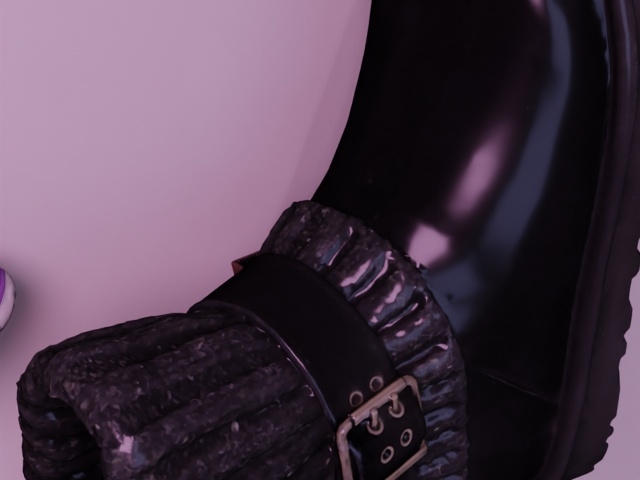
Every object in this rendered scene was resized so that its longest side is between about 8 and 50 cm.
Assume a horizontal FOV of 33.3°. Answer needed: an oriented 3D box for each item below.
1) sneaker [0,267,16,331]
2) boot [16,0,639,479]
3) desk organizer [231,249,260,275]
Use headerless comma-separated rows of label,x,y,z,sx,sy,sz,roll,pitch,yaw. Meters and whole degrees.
sneaker,-0.201,0.049,0.419,0.170,0.068,0.071,-29,116,-19
boot,0.002,0.002,0.436,0.260,0.131,0.348,-14,112,-26
desk organizer,0.023,0.016,0.559,0.130,0.047,0.050,-23,117,-23
